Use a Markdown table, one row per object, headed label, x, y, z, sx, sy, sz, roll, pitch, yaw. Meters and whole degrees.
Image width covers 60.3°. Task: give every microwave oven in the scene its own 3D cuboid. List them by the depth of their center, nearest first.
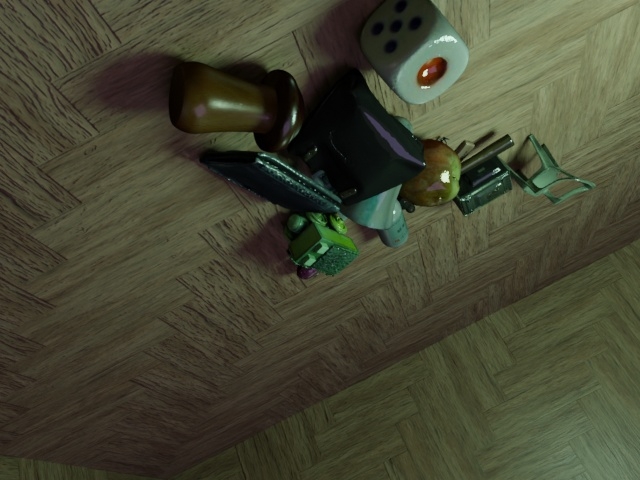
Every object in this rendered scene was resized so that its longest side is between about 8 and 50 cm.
| label | x | y | z | sx | sy | sz | roll | pitch | yaw |
| --- | --- | --- | --- | --- | --- | --- | --- | --- | --- |
| microwave oven | 0.581 | -0.202 | 2.013 | 0.205 | 0.129 | 0.163 | -32 | 150 | 8 |

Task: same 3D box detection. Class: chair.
| label | x | y | z | sx | sy | sz | roll | pitch | yaw |
| --- | --- | --- | --- | --- | --- | --- | --- | --- | --- |
| chair | 0.822 | -0.239 | 1.998 | 0.203 | 0.275 | 0.190 | 11 | 133 | -48 |

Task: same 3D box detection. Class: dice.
| label | x | y | z | sx | sy | sz | roll | pitch | yaw |
| --- | --- | --- | --- | --- | --- | --- | --- | --- | --- |
| dice | 0.222 | -0.455 | 1.309 | 0.194 | 0.192 | 0.193 | -42 | 144 | 21 |

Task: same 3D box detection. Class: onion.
| label | x | y | z | sx | sy | sz | roll | pitch | yaw |
| --- | --- | --- | --- | --- | --- | --- | --- | --- | --- |
| onion | -0.046 | 0.090 | 2.026 | 0.104 | 0.115 | 0.115 | 40 | 119 | -9 |

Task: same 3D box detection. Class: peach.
| label | x | y | z | sx | sy | sz | roll | pitch | yaw |
| --- | --- | --- | --- | --- | --- | --- | --- | --- | --- |
| peach | 0.322 | -0.202 | 1.746 | 0.235 | 0.214 | 0.214 | -9 | 162 | 35 |

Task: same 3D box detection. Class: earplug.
| label | x | y | z | sx | sy | sz | roll | pitch | yaw |
| --- | --- | --- | --- | --- | --- | --- | --- | --- | --- |
| earplug | 0.188 | -0.215 | 1.653 | 0.185 | 0.185 | 0.324 | 2 | 119 | -39 |

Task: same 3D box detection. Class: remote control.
| label | x | y | z | sx | sy | sz | roll | pitch | yaw |
| --- | --- | --- | --- | --- | --- | --- | --- | --- | --- |
| remote control | 0.061 | -0.164 | 1.759 | 0.103 | 0.051 | 0.293 | -37 | 146 | 2 |

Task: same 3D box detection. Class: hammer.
| label | x | y | z | sx | sy | sz | roll | pitch | yaw |
| --- | --- | --- | --- | --- | --- | --- | --- | --- | --- |
| hammer | 0.460 | -0.234 | 1.914 | 0.440 | 0.044 | 0.168 | -30 | 152 | 18 |

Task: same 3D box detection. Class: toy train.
| label | x | y | z | sx | sy | sz | roll | pitch | yaw |
| --- | --- | --- | --- | --- | --- | --- | --- | --- | --- |
| toy train | 0.000 | 0.000 | 1.825 | 0.159 | 0.188 | 0.271 | -41 | 144 | 21 |

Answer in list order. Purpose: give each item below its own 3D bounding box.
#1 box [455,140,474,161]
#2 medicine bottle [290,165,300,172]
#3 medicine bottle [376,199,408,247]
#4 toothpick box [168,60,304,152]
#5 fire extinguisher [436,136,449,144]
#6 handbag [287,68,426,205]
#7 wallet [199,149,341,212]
| label | x | y | z | sx | sy | sz | roll | pitch | yaw |
| --- | --- | --- | --- | --- | --- | --- | --- | --- | --- |
| box | 0.479 | -0.294 | 1.900 | 0.048 | 0.025 | 0.115 | 2 | 139 | -41 |
| medicine bottle | -0.079 | -0.172 | 1.634 | 0.058 | 0.058 | 0.091 | -26 | 149 | -1 |
| medicine bottle | 0.232 | -0.095 | 1.930 | 0.110 | 0.110 | 0.352 | -28 | 149 | 2 |
| toothpick box | -0.181 | -0.303 | 1.248 | 0.294 | 0.192 | 0.192 | 1 | 140 | -30 |
| fire extinguisher | 0.360 | -0.285 | 1.825 | 0.049 | 0.035 | 0.173 | 27 | 131 | -7 |
| handbag | 0.092 | -0.251 | 1.497 | 0.288 | 0.152 | 0.342 | -34 | 115 | 28 |
| wallet | -0.128 | -0.162 | 1.486 | 0.237 | 0.075 | 0.342 | 4 | 165 | 42 |
